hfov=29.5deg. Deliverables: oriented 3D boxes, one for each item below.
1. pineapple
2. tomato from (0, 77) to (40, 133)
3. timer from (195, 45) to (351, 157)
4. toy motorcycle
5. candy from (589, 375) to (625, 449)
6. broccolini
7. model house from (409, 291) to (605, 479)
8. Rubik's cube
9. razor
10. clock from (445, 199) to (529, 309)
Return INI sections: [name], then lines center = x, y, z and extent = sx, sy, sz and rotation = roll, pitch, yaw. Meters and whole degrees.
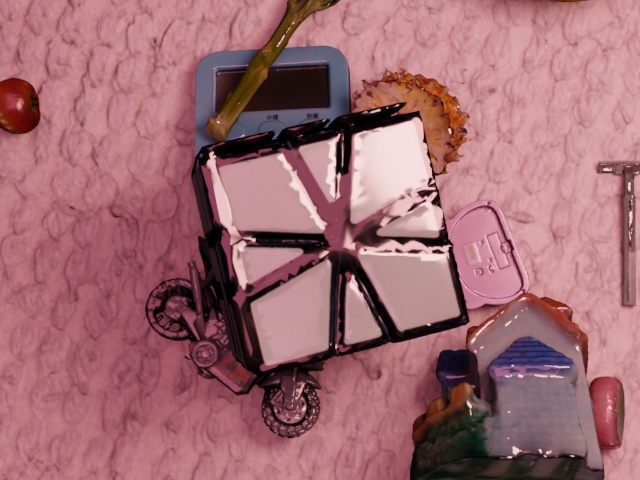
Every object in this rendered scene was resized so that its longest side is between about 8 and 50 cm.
[pineapple]
center = 0.141, -0.178, 1.741
extent = 0.176, 0.137, 0.161
rotation = 21, 125, 15
[tomato]
center = -0.459, -0.199, 1.802
extent = 0.075, 0.087, 0.087
rotation = -7, 84, 5
[timer]
center = -0.069, -0.165, 1.770
extent = 0.232, 0.091, 0.250
rotation = -4, 81, 4
[toy motorcycle]
center = -0.102, 0.137, 1.737
extent = 0.307, 0.108, 0.173
rotation = 40, 79, 8
[candy]
center = 0.397, 0.240, 1.687
extent = 0.043, 0.103, 0.103
rotation = 1, 84, 21
[broccolini]
center = -0.041, -0.307, 1.754
extent = 0.079, 0.074, 0.392
rotation = 26, 73, 21
[model house]
center = 0.247, 0.193, 1.622
extent = 0.252, 0.295, 0.329
rotation = 1, 58, 10
[Rubik's cube]
center = 0.000, 0.000, 1.558
extent = 0.288, 0.283, 0.293
rotation = -11, 88, -6
[razor]
center = 0.444, -0.011, 1.743
extent = 0.084, 0.036, 0.211
rotation = 0, 84, 6
[clock]
center = 0.229, 0.025, 1.747
extent = 0.110, 0.050, 0.152
rotation = -21, 83, 2
